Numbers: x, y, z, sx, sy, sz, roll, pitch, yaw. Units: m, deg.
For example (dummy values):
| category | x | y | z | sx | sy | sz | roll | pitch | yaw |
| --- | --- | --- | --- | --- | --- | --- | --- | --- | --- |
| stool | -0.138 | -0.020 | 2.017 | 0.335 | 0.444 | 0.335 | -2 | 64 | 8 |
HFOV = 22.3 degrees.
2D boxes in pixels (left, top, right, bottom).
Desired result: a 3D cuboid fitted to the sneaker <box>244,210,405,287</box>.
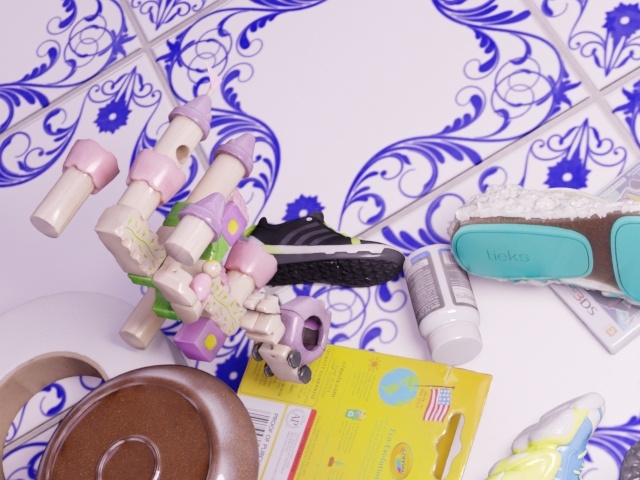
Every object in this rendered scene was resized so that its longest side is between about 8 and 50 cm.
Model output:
| category | x | y | z | sx | sy | sz | roll | pitch | yaw |
| --- | --- | --- | --- | --- | --- | --- | --- | --- | --- |
| sneaker | 0.000 | 0.000 | 2.111 | 0.235 | 0.084 | 0.097 | 1 | 61 | 23 |

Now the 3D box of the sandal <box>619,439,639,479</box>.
| category | x | y | z | sx | sy | sz | roll | pitch | yaw |
| --- | --- | --- | --- | --- | --- | --- | --- | --- | --- |
| sandal | 0.516 | 0.343 | 1.698 | 0.446 | 0.107 | 0.167 | 23 | 71 | 18 |

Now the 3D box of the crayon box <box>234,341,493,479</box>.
| category | x | y | z | sx | sy | sz | roll | pitch | yaw |
| --- | --- | --- | --- | --- | --- | --- | --- | --- | --- |
| crayon box | 0.043 | 0.237 | 1.957 | 0.319 | 0.081 | 0.202 | 9 | 66 | 27 |

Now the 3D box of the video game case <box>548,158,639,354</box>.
| category | x | y | z | sx | sy | sz | roll | pitch | yaw |
| --- | --- | --- | --- | --- | --- | --- | --- | --- | --- |
| video game case | 0.376 | 0.015 | 1.982 | 0.201 | 0.023 | 0.183 | -38 | 55 | -2 |

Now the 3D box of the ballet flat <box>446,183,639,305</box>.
| category | x | y | z | sx | sy | sz | roll | pitch | yaw |
| --- | --- | --- | --- | --- | --- | --- | --- | --- | --- |
| ballet flat | 0.349 | -0.008 | 1.921 | 0.409 | 0.147 | 0.147 | 10 | 66 | 27 |

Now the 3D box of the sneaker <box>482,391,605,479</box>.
| category | x | y | z | sx | sy | sz | roll | pitch | yaw |
| --- | --- | --- | --- | --- | --- | --- | --- | --- | --- |
| sneaker | 0.261 | 0.283 | 1.852 | 0.240 | 0.091 | 0.126 | -38 | 91 | -21 |

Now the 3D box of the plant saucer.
| category | x | y | z | sx | sy | sz | roll | pitch | yaw |
| --- | --- | --- | --- | --- | --- | --- | --- | --- | --- |
| plant saucer | -0.224 | 0.284 | 1.970 | 0.311 | 0.050 | 0.310 | -11 | 57 | 18 |

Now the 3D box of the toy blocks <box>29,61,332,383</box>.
| category | x | y | z | sx | sy | sz | roll | pitch | yaw |
| --- | --- | --- | --- | --- | --- | --- | --- | --- | --- |
| toy blocks | -0.126 | -0.024 | 1.983 | 0.309 | 0.288 | 0.260 | 8 | 53 | 38 |

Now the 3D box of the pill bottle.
| category | x | y | z | sx | sy | sz | roll | pitch | yaw |
| --- | --- | --- | --- | --- | --- | --- | --- | --- | --- |
| pill bottle | 0.153 | 0.080 | 2.004 | 0.078 | 0.078 | 0.137 | -20 | 56 | 11 |

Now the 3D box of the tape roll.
| category | x | y | z | sx | sy | sz | roll | pitch | yaw |
| --- | --- | --- | --- | --- | --- | --- | --- | --- | --- |
| tape roll | -0.346 | 0.253 | 2.118 | 0.392 | 0.072 | 0.392 | -10 | 59 | 17 |
